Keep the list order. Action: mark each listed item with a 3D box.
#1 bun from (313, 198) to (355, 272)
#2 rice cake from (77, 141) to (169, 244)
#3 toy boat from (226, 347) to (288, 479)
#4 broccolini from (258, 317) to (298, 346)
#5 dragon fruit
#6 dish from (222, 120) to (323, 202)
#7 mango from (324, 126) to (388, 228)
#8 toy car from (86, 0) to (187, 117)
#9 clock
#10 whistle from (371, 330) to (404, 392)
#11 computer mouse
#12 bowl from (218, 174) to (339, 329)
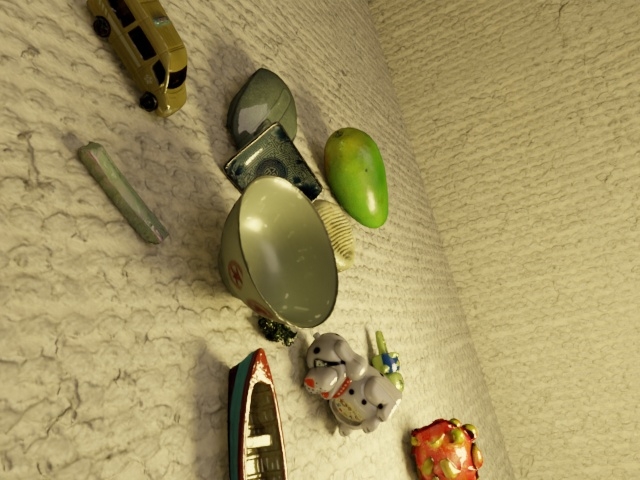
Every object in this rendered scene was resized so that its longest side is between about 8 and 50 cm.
[{"bbox_3d":[0.000,0.000,1.466,0.231,0.133,0.231,41,36,-38],"label":"bun"},{"bbox_3d":[-0.341,-0.079,0.922,0.211,0.034,0.043,58,23,-25],"label":"rice cake"},{"bbox_3d":[-0.118,0.400,0.971,0.136,0.079,0.393,25,51,-55],"label":"toy boat"},{"bbox_3d":[-0.083,0.150,1.283,0.272,0.062,0.123,-79,151,-54],"label":"broccolini"},{"bbox_3d":[0.418,0.700,1.704,0.307,0.227,0.243,35,46,-56],"label":"dragon fruit"},{"bbox_3d":[-0.126,-0.165,1.353,0.243,0.182,0.080,54,-10,-35],"label":"dish"},{"bbox_3d":[0.136,-0.214,1.846,0.225,0.201,0.382,-79,145,-66],"label":"mango"},{"bbox_3d":[-0.339,-0.382,1.051,0.257,0.124,0.101,60,27,-19],"label":"toy car"},{"bbox_3d":[0.057,0.338,1.309,0.254,0.188,0.189,51,27,-10],"label":"clock"},{"bbox_3d":[0.211,0.397,1.668,0.105,0.085,0.228,40,36,-63],"label":"whistle"},{"bbox_3d":[-0.146,-0.362,1.461,0.203,0.114,0.374,54,29,-34],"label":"computer mouse"},{"bbox_3d":[-0.114,0.043,1.143,0.337,0.157,0.338,35,45,-44],"label":"bowl"}]
